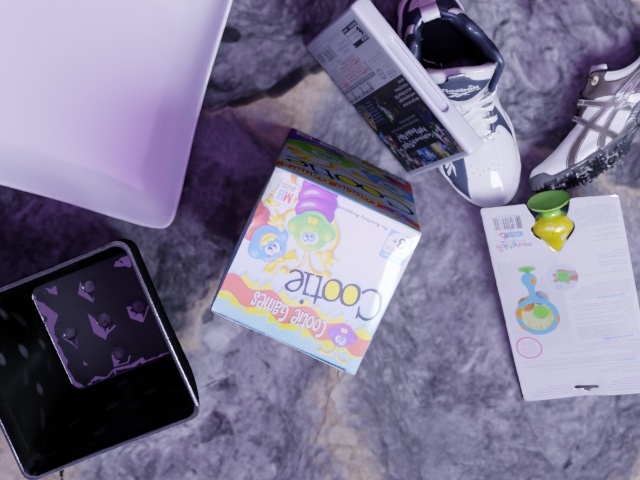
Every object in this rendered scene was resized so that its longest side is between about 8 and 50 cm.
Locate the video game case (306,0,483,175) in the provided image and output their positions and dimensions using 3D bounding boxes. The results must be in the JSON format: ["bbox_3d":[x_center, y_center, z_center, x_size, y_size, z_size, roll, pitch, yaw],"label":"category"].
[{"bbox_3d":[0.067,-0.142,1.351,0.022,0.190,0.173,-40,96,-13],"label":"video game case"}]

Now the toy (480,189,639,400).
[{"bbox_3d":[0.255,0.052,1.441,0.137,0.056,0.237,-6,122,19],"label":"toy"}]

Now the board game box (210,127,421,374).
[{"bbox_3d":[0.000,0.000,1.337,0.144,0.275,0.142,25,101,-4],"label":"board game box"}]

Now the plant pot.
[{"bbox_3d":[-0.230,0.101,1.421,0.187,0.167,0.188,-22,99,6],"label":"plant pot"}]

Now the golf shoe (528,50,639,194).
[{"bbox_3d":[0.281,-0.123,1.417,0.198,0.077,0.094,-35,76,9],"label":"golf shoe"}]

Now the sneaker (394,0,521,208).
[{"bbox_3d":[0.137,-0.132,1.368,0.094,0.153,0.235,-14,101,5],"label":"sneaker"}]

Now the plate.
[{"bbox_3d":[-0.248,-0.178,1.427,0.277,0.045,0.278,15,101,-2],"label":"plate"}]
